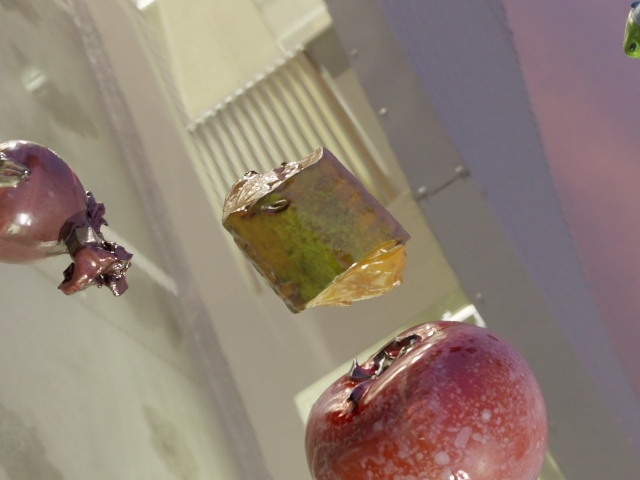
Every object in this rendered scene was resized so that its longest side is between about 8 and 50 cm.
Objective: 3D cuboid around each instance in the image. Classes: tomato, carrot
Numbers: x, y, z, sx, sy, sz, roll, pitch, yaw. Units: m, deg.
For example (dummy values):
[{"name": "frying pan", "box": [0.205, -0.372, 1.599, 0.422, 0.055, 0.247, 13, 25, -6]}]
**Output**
[{"name": "tomato", "box": [0.119, 0.218, 1.140, 0.227, 0.270, 0.270, 59, 7, -6]}, {"name": "carrot", "box": [0.000, 0.000, 1.790, 0.340, 0.241, 0.241, 48, 8, -6]}]

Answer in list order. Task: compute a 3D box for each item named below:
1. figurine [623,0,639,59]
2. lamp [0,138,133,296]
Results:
[{"name": "figurine", "box": [0.657, -0.425, 1.913, 0.162, 0.263, 0.143, 26, -20, 12]}, {"name": "lamp", "box": [-0.335, -0.036, 1.237, 0.223, 0.151, 0.215, 7, 23, -19]}]
